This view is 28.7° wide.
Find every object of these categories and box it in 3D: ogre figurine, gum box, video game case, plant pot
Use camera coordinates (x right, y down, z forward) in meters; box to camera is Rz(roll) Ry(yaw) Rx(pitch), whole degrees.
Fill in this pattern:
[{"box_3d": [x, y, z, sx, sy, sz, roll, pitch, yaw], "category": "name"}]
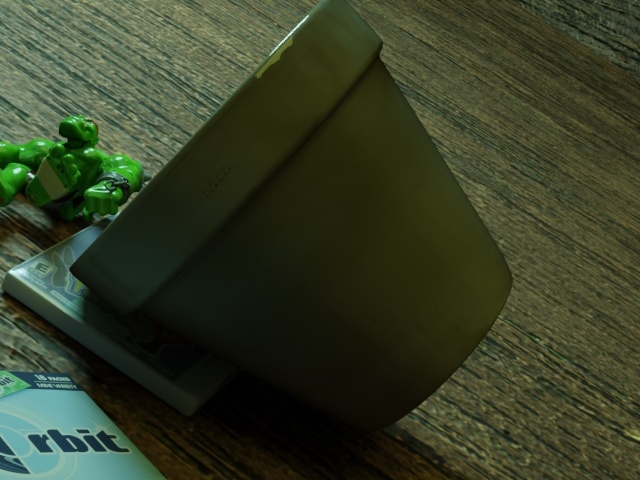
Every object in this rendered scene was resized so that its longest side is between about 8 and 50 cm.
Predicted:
[{"box_3d": [-0.249, -0.063, 1.168, 0.197, 0.097, 0.118, -9, 7, 27], "category": "ogre figurine"}, {"box_3d": [-0.195, 0.152, 0.847, 0.157, 0.041, 0.184, 9, 22, -49], "category": "gum box"}, {"box_3d": [-0.153, 0.058, 1.122, 0.201, 0.023, 0.183, 33, 27, 10], "category": "video game case"}, {"box_3d": [0.000, 0.000, 1.052, 0.280, 0.323, 0.323, 43, 26, -6], "category": "plant pot"}]
